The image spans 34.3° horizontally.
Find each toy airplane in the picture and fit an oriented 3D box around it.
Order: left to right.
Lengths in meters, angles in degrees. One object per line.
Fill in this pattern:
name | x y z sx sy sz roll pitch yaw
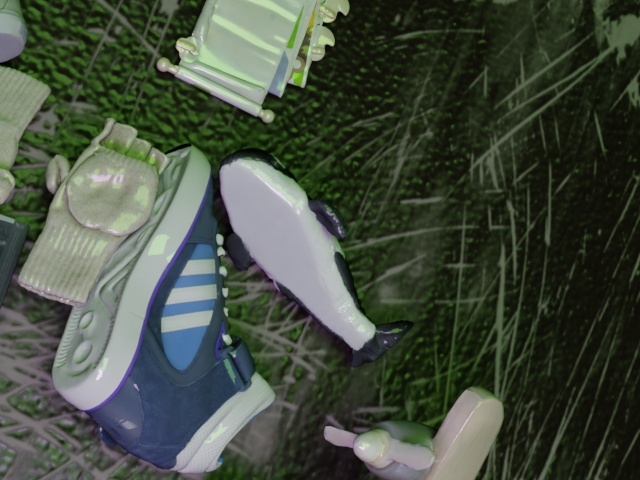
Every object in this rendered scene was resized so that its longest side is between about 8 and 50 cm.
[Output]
toy airplane | 0.038 0.357 1.041 0.272 0.384 0.386 31 58 22

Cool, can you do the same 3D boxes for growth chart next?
growth chart | -0.066 -0.256 1.220 0.172 0.021 0.237 31 72 -16

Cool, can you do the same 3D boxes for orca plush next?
orca plush | 0.000 0.000 1.169 0.287 0.151 0.102 41 38 -9

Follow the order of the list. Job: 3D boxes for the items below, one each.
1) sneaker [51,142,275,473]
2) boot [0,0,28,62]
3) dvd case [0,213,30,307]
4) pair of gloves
sneaker | -0.135 0.085 1.107 0.236 0.130 0.323 43 48 -35
boot | -0.435 -0.239 1.043 0.258 0.095 0.124 -8 72 -25
dvd case | -0.419 0.014 0.995 0.238 0.029 0.179 22 49 -17
pair of gloves | -0.286 -0.065 1.039 0.240 0.042 0.204 29 63 5
